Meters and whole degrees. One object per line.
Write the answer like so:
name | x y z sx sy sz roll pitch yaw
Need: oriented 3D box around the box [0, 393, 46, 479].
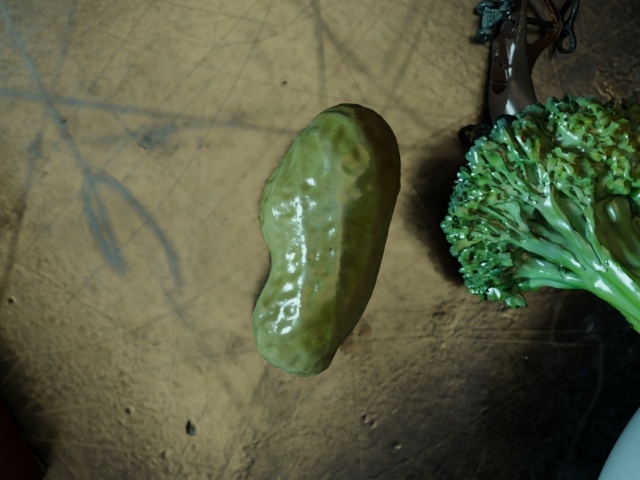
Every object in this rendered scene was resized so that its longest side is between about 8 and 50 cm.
box | -0.472 0.138 0.603 0.385 0.122 0.344 -27 96 -3

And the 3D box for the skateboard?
skateboard | 0.172 -0.149 0.674 0.080 0.067 0.151 6 89 -14

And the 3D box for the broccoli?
broccoli | 0.209 -0.002 0.611 0.220 0.194 0.194 -11 95 -26

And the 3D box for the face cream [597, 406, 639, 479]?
face cream | 0.318 0.240 0.583 0.220 0.312 0.356 17 112 -7

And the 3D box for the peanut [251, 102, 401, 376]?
peanut | 0.000 0.000 0.650 0.108 0.095 0.225 13 96 10
